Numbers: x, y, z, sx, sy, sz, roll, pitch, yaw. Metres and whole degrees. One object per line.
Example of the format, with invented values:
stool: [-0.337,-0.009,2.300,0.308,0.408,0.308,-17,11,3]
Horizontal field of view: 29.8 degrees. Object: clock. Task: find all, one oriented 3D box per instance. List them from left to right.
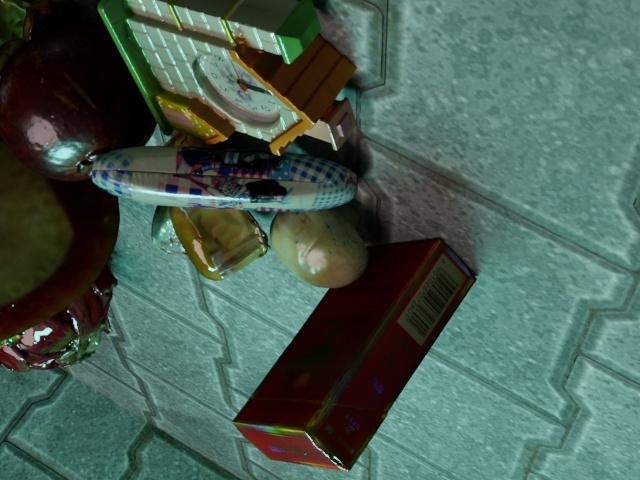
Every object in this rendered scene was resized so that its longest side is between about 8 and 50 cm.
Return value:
clock: [-0.092,-0.194,1.358,0.255,0.106,0.219,21,153,30]

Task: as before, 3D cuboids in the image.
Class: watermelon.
watermelon: [-0.217,-0.006,1.945,0.139,0.071,0.187,32,157,-2]

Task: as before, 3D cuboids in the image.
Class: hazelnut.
hazelnut: [-0.524,-0.026,1.923,0.359,0.409,0.359,61,172,15]

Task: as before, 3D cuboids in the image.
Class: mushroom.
mushroom: [0.000,0.000,1.598,0.148,0.112,0.148,32,158,15]

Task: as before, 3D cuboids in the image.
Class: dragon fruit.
dragon fruit: [-0.551,0.095,2.290,0.329,0.329,0.329,29,156,14]

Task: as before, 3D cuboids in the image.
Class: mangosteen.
mangosteen: [-0.329,-0.206,1.566,0.257,0.215,0.215,63,161,14]

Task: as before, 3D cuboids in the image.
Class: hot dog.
hot dog: [-0.153,-0.131,1.627,0.088,0.061,0.286,28,160,-13]

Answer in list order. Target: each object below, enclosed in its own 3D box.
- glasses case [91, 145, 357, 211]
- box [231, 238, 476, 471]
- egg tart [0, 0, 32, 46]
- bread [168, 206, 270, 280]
glasses case: [-0.117,-0.076,1.490,0.328,0.076,0.125,3,-179,-2]
box: [0.043,0.145,1.558,0.089,0.313,0.197,47,154,-21]
egg tart: [-0.525,-0.221,1.645,0.345,0.345,0.132,84,165,-60]
bread: [-0.145,-0.018,1.671,0.136,0.107,0.241,58,175,-2]
